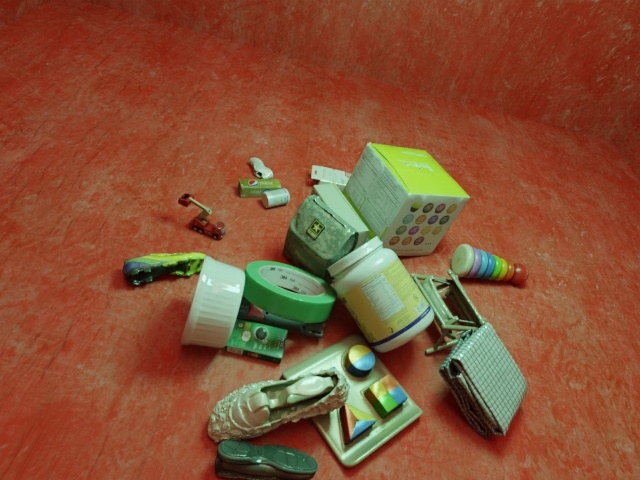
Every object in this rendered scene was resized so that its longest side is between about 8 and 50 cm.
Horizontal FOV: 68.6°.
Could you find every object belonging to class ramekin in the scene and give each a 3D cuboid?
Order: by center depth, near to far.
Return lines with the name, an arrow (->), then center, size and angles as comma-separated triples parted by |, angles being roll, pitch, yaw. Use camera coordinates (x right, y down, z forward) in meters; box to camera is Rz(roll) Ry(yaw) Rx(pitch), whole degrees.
ramekin -> -0.327, 0.196, 1.441 | 0.135, 0.277, 0.277 | 17, 41, -13

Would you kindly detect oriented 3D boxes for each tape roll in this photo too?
tape roll -> -0.106, 0.167, 1.578 | 0.321, 0.077, 0.321 | 19, 12, -4

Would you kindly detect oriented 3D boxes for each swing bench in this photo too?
swing bench -> 0.464, 0.251, 1.719 | 0.255, 0.165, 0.253 | -4, 45, -23

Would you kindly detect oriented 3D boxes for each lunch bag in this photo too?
lunch bag -> 0.000, 0.000, 1.743 | 0.169, 0.287, 0.235 | -27, 58, -38

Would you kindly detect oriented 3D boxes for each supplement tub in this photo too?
supplement tub -> 0.196, 0.177, 1.573 | 0.241, 0.241, 0.331 | -31, 86, -40
supplement tub -> -0.195, -0.185, 2.038 | 0.107, 0.071, 0.071 | -14, 50, -31

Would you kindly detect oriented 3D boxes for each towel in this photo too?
towel -> 0.518, 0.444, 1.506 | 0.235, 0.121, 0.283 | -33, 90, -39

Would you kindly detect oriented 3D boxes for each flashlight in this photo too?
flashlight -> -0.136, 0.244, 1.580 | 0.304, 0.103, 0.103 | 13, 3, -8

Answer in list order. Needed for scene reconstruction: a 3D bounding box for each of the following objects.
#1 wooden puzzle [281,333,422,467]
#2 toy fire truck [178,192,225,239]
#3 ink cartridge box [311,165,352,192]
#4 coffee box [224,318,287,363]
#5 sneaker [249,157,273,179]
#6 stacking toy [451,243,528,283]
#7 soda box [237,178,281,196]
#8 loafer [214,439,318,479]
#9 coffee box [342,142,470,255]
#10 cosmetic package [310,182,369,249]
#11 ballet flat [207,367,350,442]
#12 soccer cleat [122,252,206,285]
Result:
wooden puzzle -> 0.102, 0.458, 1.438 | 0.322, 0.080, 0.348 | -21, 54, -34
toy fire truck -> -0.452, -0.092, 1.802 | 0.192, 0.135, 0.047 | 22, 42, 6
ink cartridge box -> 0.048, -0.283, 2.228 | 0.198, 0.067, 0.115 | 12, 41, -8
coffee box -> -0.205, 0.323, 1.510 | 0.184, 0.040, 0.113 | 13, 42, -4
sneaker -> -0.289, -0.334, 2.181 | 0.061, 0.053, 0.152 | -29, 60, -36
stacking toy -> 0.732, 0.119, 1.995 | 0.330, 0.141, 0.141 | 14, 41, -14
soda box -> -0.269, -0.232, 2.073 | 0.181, 0.058, 0.061 | -2, 45, -21
loafer -> -0.144, 0.592, 1.230 | 0.268, 0.084, 0.096 | 15, 10, -8
coffee box -> 0.335, -0.167, 1.965 | 0.338, 0.334, 0.338 | -1, 44, -33
cosmetic package -> 0.063, -0.081, 1.947 | 0.113, 0.160, 0.309 | -10, 49, -28
ballet flat -> -0.114, 0.432, 1.285 | 0.409, 0.147, 0.147 | -14, 49, -12
soccer cleat -> -0.536, 0.074, 1.631 | 0.289, 0.093, 0.121 | -11, 42, -29
